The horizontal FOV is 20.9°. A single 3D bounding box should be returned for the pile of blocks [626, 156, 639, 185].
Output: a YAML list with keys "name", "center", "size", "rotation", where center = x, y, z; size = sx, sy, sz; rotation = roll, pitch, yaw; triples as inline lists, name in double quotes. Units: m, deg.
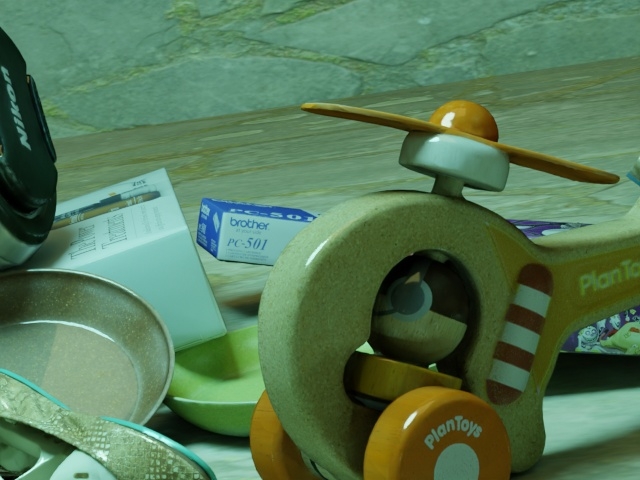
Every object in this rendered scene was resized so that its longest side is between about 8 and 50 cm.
- name: "pile of blocks"
  center: [0.413, -0.098, 1.820]
  size: [0.112, 0.149, 0.362]
  rotation: [37, 33, 7]

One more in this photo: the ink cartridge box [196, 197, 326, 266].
- name: "ink cartridge box"
  center: [0.000, 0.000, 1.550]
  size: [0.207, 0.046, 0.097]
  rotation: [6, 7, -16]

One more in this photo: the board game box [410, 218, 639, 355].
- name: "board game box"
  center: [0.157, 0.027, 1.299]
  size: [0.208, 0.056, 0.347]
  rotation: [-1, 9, 4]

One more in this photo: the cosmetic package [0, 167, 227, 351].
- name: "cosmetic package"
  center: [-0.239, 0.046, 1.435]
  size: [0.284, 0.097, 0.377]
  rotation: [-21, 11, -4]

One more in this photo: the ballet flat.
- name: "ballet flat"
  center: [-0.153, 0.136, 1.044]
  size: [0.206, 0.073, 0.067]
  rotation: [14, 46, 40]

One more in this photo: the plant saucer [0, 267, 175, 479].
- name: "plant saucer"
  center: [-0.197, 0.096, 1.178]
  size: [0.198, 0.036, 0.199]
  rotation: [-1, 41, 0]

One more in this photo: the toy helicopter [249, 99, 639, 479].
- name: "toy helicopter"
  center: [0.114, 0.015, 1.010]
  size: [0.355, 0.235, 0.140]
  rotation: [-15, 12, -33]

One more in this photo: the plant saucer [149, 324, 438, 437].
- name: "plant saucer"
  center: [-0.001, 0.095, 1.229]
  size: [0.241, 0.037, 0.241]
  rotation: [-9, 11, 2]

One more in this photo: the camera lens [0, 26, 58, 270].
- name: "camera lens"
  center: [-0.349, -0.055, 1.282]
  size: [0.274, 0.219, 0.219]
  rotation: [-18, 9, 9]
